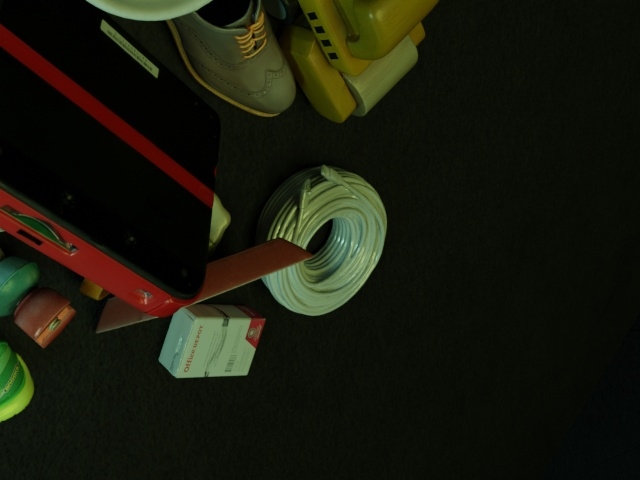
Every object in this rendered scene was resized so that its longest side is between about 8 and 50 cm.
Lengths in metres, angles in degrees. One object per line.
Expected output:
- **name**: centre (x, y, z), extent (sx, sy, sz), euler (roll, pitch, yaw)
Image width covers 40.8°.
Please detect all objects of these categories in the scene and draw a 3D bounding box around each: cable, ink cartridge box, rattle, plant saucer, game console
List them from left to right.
- **game console**: centre (-0.264, -0.120, 1.032), extent (0.386, 0.060, 0.342), euler (41, 39, -44)
- **rattle**: centre (-0.236, -0.054, 1.269), extent (0.199, 0.143, 0.130), euler (29, 102, -12)
- **plant saucer**: centre (-0.180, 0.061, 1.260), extent (0.259, 0.258, 0.048), euler (-20, 91, -34)
- **ink cartridge box**: centre (-0.179, 0.164, 1.419), extent (0.150, 0.063, 0.109), euler (7, 108, -45)
- **cable**: centre (0.000, 0.000, 1.476), extent (0.257, 0.089, 0.257), euler (17, 101, -48)

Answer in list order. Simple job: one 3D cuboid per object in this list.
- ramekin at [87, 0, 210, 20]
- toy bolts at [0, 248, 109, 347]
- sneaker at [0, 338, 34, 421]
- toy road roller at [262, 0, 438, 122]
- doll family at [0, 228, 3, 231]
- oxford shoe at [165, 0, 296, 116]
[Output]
- **ramekin**: centre (-0.194, -0.373, 0.862), extent (0.277, 0.135, 0.277), euler (-23, 127, -34)
- **toy bolts**: centre (-0.362, 0.016, 1.150), extent (0.228, 0.158, 0.218), euler (-50, 178, -23)
- **sneaker**: centre (-0.527, 0.211, 1.109), extent (0.295, 0.109, 0.124), euler (-22, 104, -31)
- **toy road roller**: centre (0.069, -0.319, 1.243), extent (0.202, 0.240, 0.330), euler (-46, 136, -13)
- **doll family**: centre (-0.400, -0.084, 0.971), extent (0.263, 0.118, 0.163), euler (-21, 114, -61)
- **oxford shoe**: centre (-0.125, -0.280, 1.163), extent (0.130, 0.132, 0.363), euler (-53, 138, -7)
